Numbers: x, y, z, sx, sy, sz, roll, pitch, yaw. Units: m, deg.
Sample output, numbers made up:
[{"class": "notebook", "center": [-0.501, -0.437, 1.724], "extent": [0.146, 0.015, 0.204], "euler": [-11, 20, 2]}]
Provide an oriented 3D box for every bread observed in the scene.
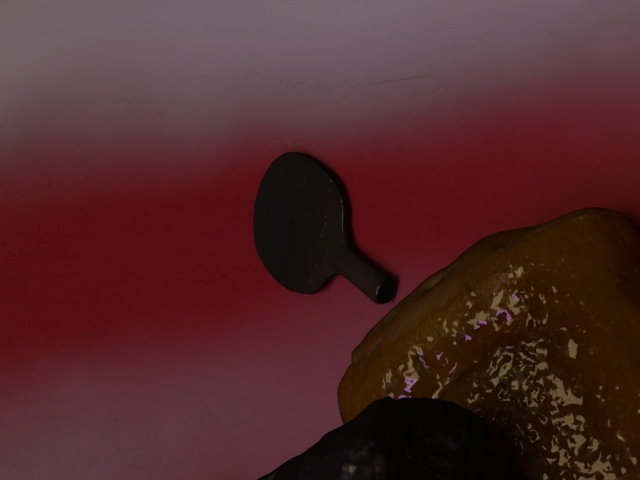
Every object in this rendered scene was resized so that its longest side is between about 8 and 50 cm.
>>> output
[{"class": "bread", "center": [0.161, 0.157, 1.435], "extent": [0.328, 0.148, 0.337], "euler": [-41, 59, 44]}]

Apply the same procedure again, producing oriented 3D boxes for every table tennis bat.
[{"class": "table tennis bat", "center": [0.000, 0.000, 1.756], "extent": [0.234, 0.022, 0.131], "euler": [40, 118, 48]}]

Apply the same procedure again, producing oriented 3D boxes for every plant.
[{"class": "plant", "center": [0.022, 0.247, 1.349], "extent": [0.276, 0.188, 0.199], "euler": [-48, 59, 38]}]
